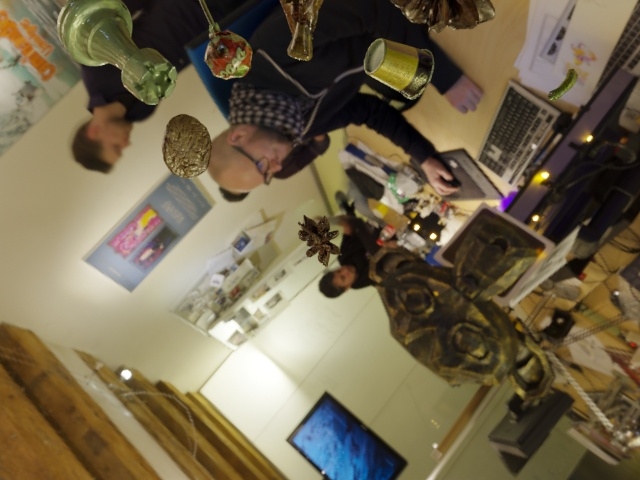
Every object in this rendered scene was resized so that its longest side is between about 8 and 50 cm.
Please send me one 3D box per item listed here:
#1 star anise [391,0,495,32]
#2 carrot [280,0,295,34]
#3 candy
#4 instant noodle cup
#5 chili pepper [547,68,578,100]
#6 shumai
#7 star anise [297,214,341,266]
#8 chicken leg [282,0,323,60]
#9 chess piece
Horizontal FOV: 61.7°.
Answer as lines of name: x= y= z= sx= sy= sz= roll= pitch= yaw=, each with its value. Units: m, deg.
star anise: x=0.361 y=-0.700 z=1.581 sx=0.315 sy=0.315 sz=0.108 roll=33 pitch=140 yaw=34
carrot: x=-0.056 y=-0.458 z=1.084 sx=0.035 sy=0.035 sz=0.165 roll=31 pitch=153 yaw=42
candy: x=-0.201 y=-0.398 z=1.002 sx=0.084 sy=0.078 sz=0.288 roll=5 pitch=-137 yaw=-37
instant noodle cup: x=0.313 y=-0.715 z=2.198 sx=0.235 sy=0.216 sz=0.215 roll=10 pitch=-175 yaw=-29
chili pepper: x=0.307 y=-0.199 z=0.676 sx=0.017 sy=0.083 sz=0.030 roll=51 pitch=147 yaw=-5
shumai: x=-0.326 y=-0.217 z=1.277 sx=0.105 sy=0.123 sz=0.139 roll=-21 pitch=82 yaw=55
star anise: x=-0.001 y=0.000 z=1.536 sx=0.167 sy=0.057 sz=0.168 roll=20 pitch=130 yaw=26
chicken leg: x=-0.021 y=-0.300 z=0.610 sx=0.070 sy=0.093 sz=0.178 roll=35 pitch=129 yaw=43
chess piece: x=-0.500 y=-0.474 z=1.352 sx=0.299 sy=0.194 sz=0.195 roll=42 pitch=170 yaw=17
